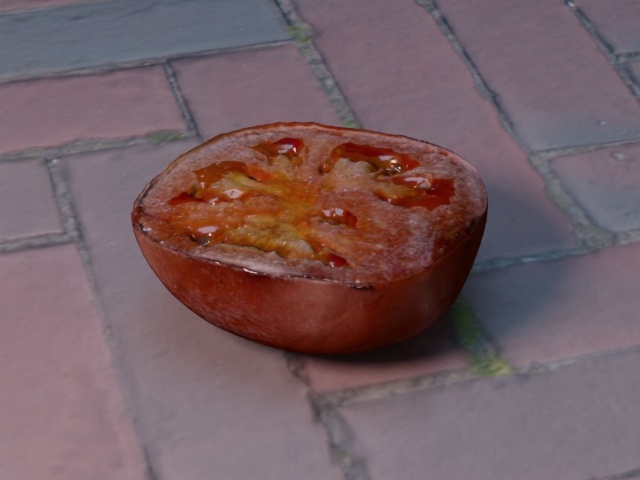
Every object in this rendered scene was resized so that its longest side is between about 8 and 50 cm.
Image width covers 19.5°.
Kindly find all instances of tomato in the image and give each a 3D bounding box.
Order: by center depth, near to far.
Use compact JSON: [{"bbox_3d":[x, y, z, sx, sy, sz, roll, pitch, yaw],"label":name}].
[{"bbox_3d":[-0.003,0.012,1.777,0.338,0.143,0.338,0,31,0],"label":"tomato"}]
